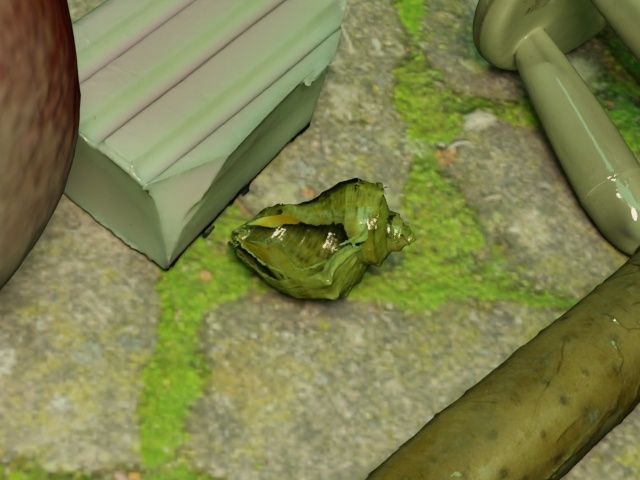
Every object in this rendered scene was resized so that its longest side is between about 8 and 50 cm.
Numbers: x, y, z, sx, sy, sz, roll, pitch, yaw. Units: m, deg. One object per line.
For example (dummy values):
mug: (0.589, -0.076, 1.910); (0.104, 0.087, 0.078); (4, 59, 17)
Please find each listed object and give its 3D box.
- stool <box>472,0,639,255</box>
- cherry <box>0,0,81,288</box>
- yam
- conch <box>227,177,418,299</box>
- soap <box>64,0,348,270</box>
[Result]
stool: (0.234, -0.134, 1.104); (0.195, 0.195, 0.199); (-24, 63, -31)
cherry: (-0.280, -0.068, 0.831); (0.291, 0.335, 0.326); (41, 82, 0)
yam: (0.142, 0.091, 0.970); (0.083, 0.083, 0.371); (41, 53, 18)
conch: (0.000, 0.000, 1.004); (0.121, 0.074, 0.089); (1, 13, 10)
soap: (-0.084, -0.095, 1.050); (0.145, 0.091, 0.230); (34, 51, 16)
